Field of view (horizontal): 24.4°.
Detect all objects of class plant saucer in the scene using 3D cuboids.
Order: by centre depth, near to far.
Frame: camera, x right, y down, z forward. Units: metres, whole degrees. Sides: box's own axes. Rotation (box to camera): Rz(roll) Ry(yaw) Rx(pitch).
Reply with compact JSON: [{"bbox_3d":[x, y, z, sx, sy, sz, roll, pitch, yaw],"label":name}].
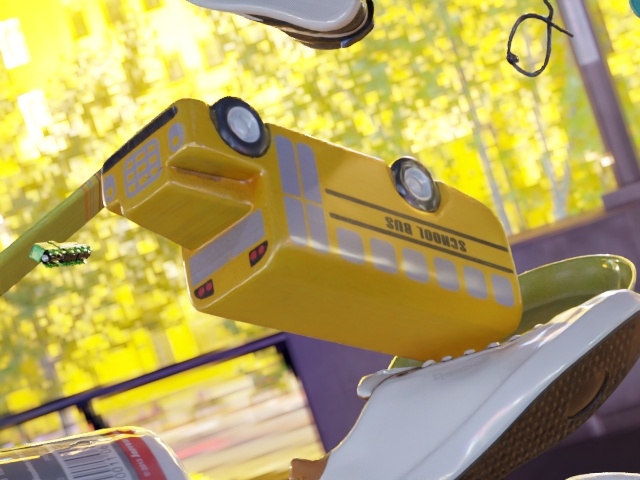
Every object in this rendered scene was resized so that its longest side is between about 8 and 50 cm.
[{"bbox_3d":[0.172,0.088,1.299,0.241,0.037,0.241,-27,13,7],"label":"plant saucer"}]

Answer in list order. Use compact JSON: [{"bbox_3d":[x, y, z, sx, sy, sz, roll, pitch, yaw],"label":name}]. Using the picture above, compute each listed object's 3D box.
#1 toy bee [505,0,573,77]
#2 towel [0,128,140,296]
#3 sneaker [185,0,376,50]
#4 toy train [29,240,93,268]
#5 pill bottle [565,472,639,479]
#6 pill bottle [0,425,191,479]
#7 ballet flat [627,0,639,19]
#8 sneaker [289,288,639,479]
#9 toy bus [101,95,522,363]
[{"bbox_3d":[0.202,-0.290,1.247,0.162,0.298,0.195,4,61,46],"label":"toy bee"},{"bbox_3d":[-0.263,-0.019,1.476,0.237,0.021,0.102,-43,-8,-19],"label":"towel"},{"bbox_3d":[-0.054,-0.224,1.354,0.217,0.079,0.121,22,-4,17],"label":"sneaker"},{"bbox_3d":[-0.211,0.010,1.201,0.024,0.017,0.083,28,9,12],"label":"toy train"},{"bbox_3d":[0.296,0.367,1.436,0.146,0.264,0.146,4,-21,1],"label":"pill bottle"},{"bbox_3d":[-0.269,0.258,1.008,0.363,0.210,0.210,-8,-4,-27],"label":"pill bottle"},{"bbox_3d":[0.428,-0.235,1.448,0.248,0.086,0.086,13,17,28],"label":"ballet flat"},{"bbox_3d":[0.101,0.108,1.049,0.290,0.123,0.106,-35,-35,-11],"label":"sneaker"},{"bbox_3d":[0.000,0.000,1.121,0.333,0.130,0.108,15,-36,-40],"label":"toy bus"}]
